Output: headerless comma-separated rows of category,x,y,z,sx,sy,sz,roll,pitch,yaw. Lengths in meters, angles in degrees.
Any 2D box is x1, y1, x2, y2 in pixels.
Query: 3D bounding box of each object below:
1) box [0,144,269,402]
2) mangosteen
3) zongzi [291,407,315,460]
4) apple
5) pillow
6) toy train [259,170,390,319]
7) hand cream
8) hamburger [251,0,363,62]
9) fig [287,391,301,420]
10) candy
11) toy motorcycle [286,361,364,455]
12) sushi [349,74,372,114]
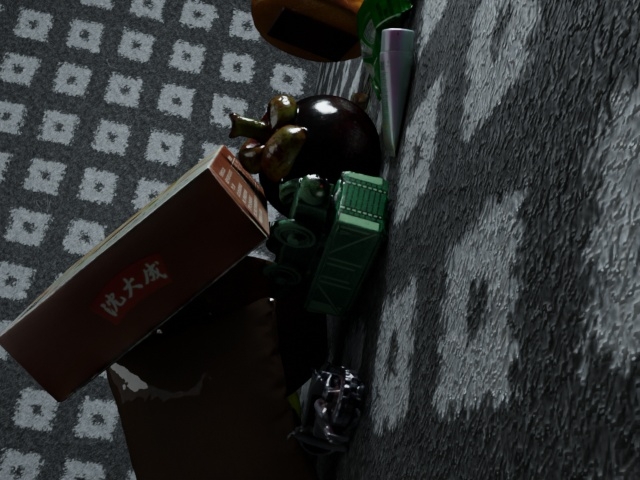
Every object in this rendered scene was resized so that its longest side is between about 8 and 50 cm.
box,-0.247,0.020,1.061,0.345,0.122,0.385,-38,12,3
mangosteen,-0.031,-0.140,1.118,0.211,0.250,0.211,-48,28,36
zongzi,-0.159,0.416,1.234,0.125,0.275,0.250,59,155,33
apple,-0.133,0.159,1.235,0.317,0.288,0.288,7,-85,-62
pillow,-0.161,0.265,1.027,0.108,0.306,0.307,-3,-103,-67
toy train,0.000,0.000,1.019,0.269,0.155,0.115,109,168,-52
hand cream,0.103,-0.206,1.009,0.076,0.047,0.174,-116,29,-80
hamburger,0.007,-0.504,1.425,0.291,0.291,0.225,122,162,-75
fig,-0.134,0.364,1.443,0.230,0.207,0.207,-114,32,-49
candy,0.096,-0.349,1.178,0.203,0.078,0.141,100,178,-54
toy motorcycle,0.009,0.215,0.895,0.215,0.080,0.122,127,156,-80
sushi,0.062,-0.245,1.474,0.210,0.040,0.192,111,169,-59
